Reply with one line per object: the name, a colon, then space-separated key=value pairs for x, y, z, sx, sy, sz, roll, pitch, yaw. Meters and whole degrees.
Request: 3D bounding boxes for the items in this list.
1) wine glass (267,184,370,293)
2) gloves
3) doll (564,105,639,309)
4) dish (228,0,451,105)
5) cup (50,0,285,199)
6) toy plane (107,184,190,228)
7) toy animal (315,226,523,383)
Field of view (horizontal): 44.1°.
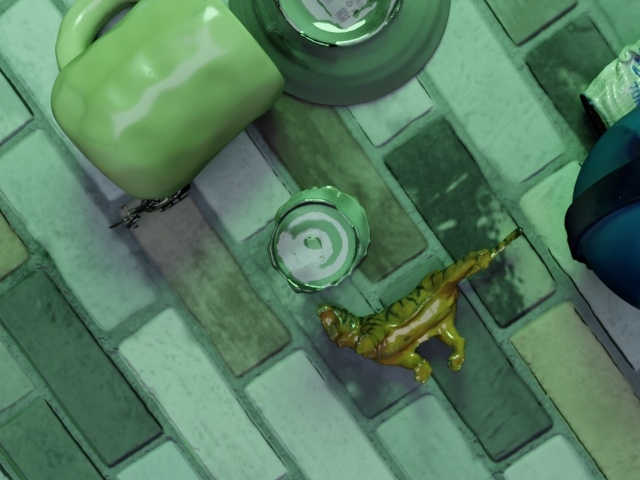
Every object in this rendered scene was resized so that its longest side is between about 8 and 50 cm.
wine glass: x=0.000 y=0.000 z=0.860 sx=0.122 sy=0.183 sz=0.122 roll=0 pitch=96 yaw=1
gloves: x=0.397 y=-0.195 z=0.877 sx=0.229 sy=0.097 sz=0.119 roll=-40 pitch=123 yaw=1
doll: x=0.409 y=-0.030 z=0.801 sx=0.310 sy=0.284 sz=0.240 roll=-6 pitch=68 yaw=-4
dish: x=0.020 y=-0.283 z=0.880 sx=0.260 sy=0.085 sz=0.260 roll=0 pitch=96 yaw=2
cup: x=-0.191 y=-0.188 z=0.842 sx=0.202 sy=0.173 sz=0.255 roll=-42 pitch=87 yaw=1
toy plane: x=-0.197 y=-0.046 z=0.930 sx=0.121 sy=0.049 sz=0.031 roll=-33 pitch=93 yaw=5
toy animal: x=0.132 y=0.071 z=0.916 sx=0.255 sy=0.116 sz=0.114 roll=-34 pitch=117 yaw=0
